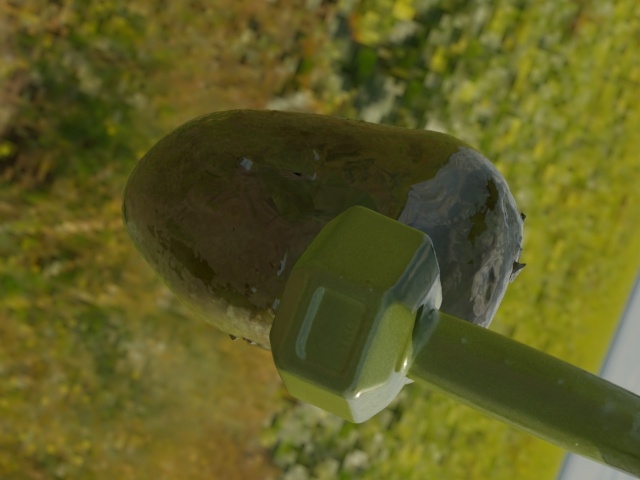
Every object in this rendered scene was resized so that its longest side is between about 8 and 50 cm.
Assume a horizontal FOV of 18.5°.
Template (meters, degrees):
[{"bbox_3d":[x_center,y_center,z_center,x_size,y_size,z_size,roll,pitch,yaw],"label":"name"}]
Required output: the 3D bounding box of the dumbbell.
[{"bbox_3d":[0.120,0.085,1.080,0.108,0.302,0.121,-25,135,-71],"label":"dumbbell"}]

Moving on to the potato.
[{"bbox_3d":[0.000,0.000,1.484,0.173,0.307,0.210,84,23,-65],"label":"potato"}]
